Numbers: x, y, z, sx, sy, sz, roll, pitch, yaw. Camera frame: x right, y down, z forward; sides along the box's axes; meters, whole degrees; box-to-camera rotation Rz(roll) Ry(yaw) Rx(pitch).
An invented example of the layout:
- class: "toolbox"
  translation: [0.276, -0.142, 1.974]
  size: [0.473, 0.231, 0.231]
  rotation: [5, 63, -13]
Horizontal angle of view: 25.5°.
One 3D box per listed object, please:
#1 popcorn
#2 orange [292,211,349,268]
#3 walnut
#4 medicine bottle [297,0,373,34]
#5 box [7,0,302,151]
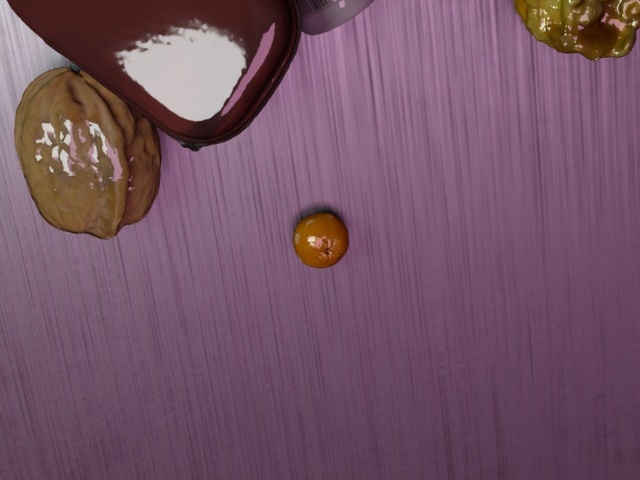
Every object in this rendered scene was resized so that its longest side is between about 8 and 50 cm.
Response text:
- class: "popcorn"
  translation: [0.349, -0.332, 1.878]
  size: [0.198, 0.155, 0.197]
  rotation: [1, 103, 4]
- class: "orange"
  translation: [0.000, 0.000, 2.050]
  size: [0.083, 0.070, 0.083]
  rotation: [-3, 115, -7]
- class: "walnut"
  translation: [-0.313, -0.118, 1.919]
  size: [0.198, 0.198, 0.245]
  rotation: [-8, 104, 1]
- class: "medicine bottle"
  translation: [-0.024, -0.388, 1.840]
  size: [0.135, 0.135, 0.215]
  rotation: [-31, 112, 10]
- class: "box"
  translation: [-0.218, -0.308, 1.816]
  size: [0.404, 0.108, 0.263]
  rotation: [38, 104, 7]
